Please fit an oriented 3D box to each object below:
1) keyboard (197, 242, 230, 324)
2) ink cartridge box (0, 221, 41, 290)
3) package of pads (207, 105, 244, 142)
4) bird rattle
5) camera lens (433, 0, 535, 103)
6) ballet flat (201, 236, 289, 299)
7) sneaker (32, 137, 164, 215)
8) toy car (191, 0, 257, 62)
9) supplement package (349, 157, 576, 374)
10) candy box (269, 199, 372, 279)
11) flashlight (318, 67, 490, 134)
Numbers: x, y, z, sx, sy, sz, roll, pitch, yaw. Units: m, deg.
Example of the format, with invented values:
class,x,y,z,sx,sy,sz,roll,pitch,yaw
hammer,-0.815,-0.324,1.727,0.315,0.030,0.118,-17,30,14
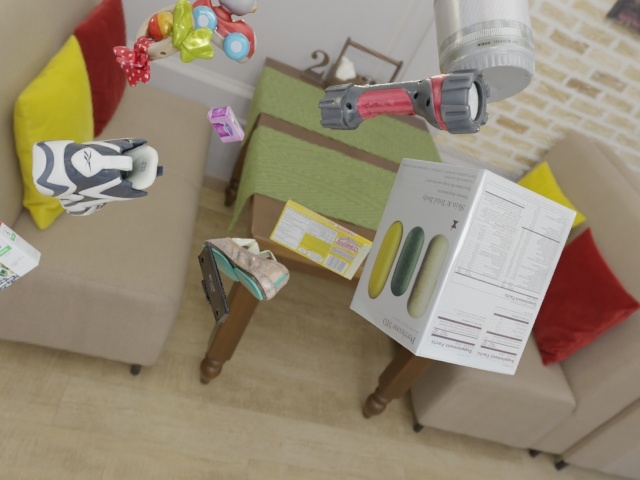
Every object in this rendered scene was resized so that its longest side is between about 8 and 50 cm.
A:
class,x,y,z,sx,sy,sz,roll,pitch,yaw
keyboard,-0.255,0.107,1.248,0.023,0.108,0.180,-6,67,-33
ink cartridge box,-0.410,0.004,0.638,0.115,0.062,0.029,53,5,-37
package of pads,-0.201,-0.245,1.118,0.050,0.083,0.032,-6,58,14
bird rattle,-0.390,-0.497,1.305,0.143,0.253,0.207,44,33,-49
camera lens,0.392,-0.499,1.268,0.219,0.219,0.275,4,78,-31
ballet flat,-0.176,0.053,1.272,0.106,0.108,0.316,-36,39,-21
sneaker,-0.304,-0.093,0.778,0.152,0.235,0.094,-2,79,-7
toy car,-0.235,-0.653,1.479,0.210,0.238,0.219,34,12,-19
supplement package,0.210,0.034,0.814,0.197,0.263,0.199,17,5,-28
candy box,0.000,0.000,1.147,0.205,0.105,0.027,28,32,-4
flashlight,0.133,-0.233,0.916,0.303,0.104,0.103,5,10,37
